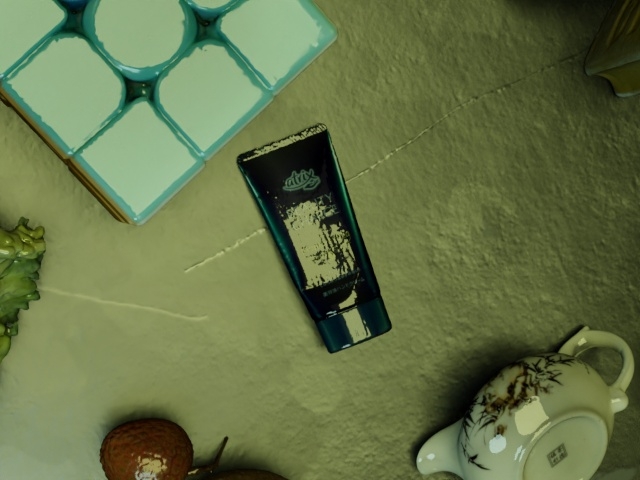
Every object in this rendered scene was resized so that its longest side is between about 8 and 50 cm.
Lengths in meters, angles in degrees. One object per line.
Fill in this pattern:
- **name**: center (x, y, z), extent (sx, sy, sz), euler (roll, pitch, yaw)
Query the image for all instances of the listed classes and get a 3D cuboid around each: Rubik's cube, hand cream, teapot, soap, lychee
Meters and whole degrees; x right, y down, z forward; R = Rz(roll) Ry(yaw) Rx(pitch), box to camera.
- **Rubik's cube**: center (-0.201, -0.214, 1.191), extent (0.290, 0.291, 0.291), euler (-43, 100, -8)
- **hand cream**: center (0.000, 0.000, 1.364), extent (0.120, 0.061, 0.270), euler (-22, 88, -6)
- **teapot**: center (0.277, 0.224, 1.387), extent (0.300, 0.166, 0.208), euler (-38, 116, -19)
- **soap**: center (0.437, -0.275, 1.336), extent (0.089, 0.274, 0.173), euler (28, 85, -10)
- **lychee**: center (-0.188, 0.259, 1.297), extent (0.140, 0.101, 0.114), euler (23, 77, -6)

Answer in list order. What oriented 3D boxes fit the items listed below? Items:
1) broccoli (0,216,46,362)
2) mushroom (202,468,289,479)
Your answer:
- **broccoli**: center (-0.427, 0.099, 1.149), extent (0.348, 0.281, 0.293), euler (-29, 99, -14)
- **mushroom**: center (-0.093, 0.395, 1.299), extent (0.253, 0.153, 0.253), euler (-1, 97, -8)
